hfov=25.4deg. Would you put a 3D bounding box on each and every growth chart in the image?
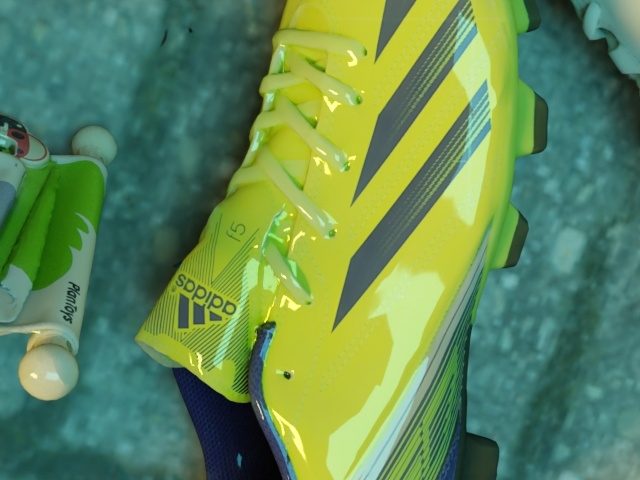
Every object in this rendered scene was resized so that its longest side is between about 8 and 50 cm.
[{"bbox_3d":[-0.165,-0.027,0.389,0.237,0.172,0.021,22,116,-21],"label":"growth chart"}]

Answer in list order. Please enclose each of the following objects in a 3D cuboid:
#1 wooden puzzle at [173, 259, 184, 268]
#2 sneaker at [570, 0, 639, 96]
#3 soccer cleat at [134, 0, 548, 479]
[{"bbox_3d":[-0.001,0.038,0.539,0.078,0.014,0.116,-36,111,-15],"label":"wooden puzzle"},{"bbox_3d":[0.151,-0.093,0.529,0.129,0.111,0.297,-7,117,11],"label":"sneaker"},{"bbox_3d":[0.000,0.001,0.475,0.121,0.093,0.289,0,99,-21],"label":"soccer cleat"}]
